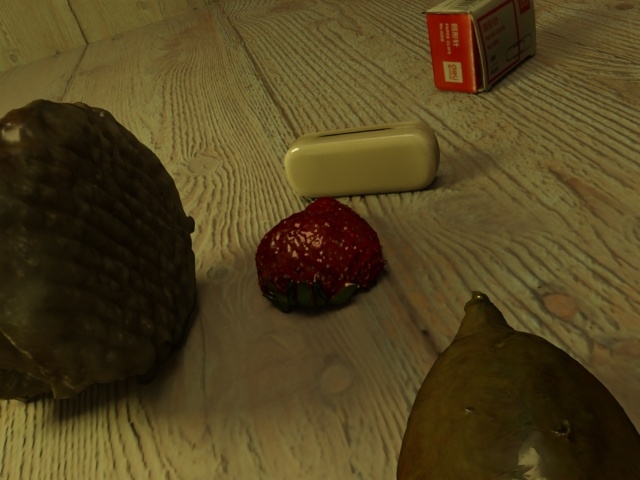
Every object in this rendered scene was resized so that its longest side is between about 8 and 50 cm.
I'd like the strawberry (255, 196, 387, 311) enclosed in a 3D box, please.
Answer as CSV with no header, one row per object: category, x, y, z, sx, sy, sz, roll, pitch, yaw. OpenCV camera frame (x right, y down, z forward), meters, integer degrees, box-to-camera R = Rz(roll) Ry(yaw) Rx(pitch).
strawberry,0.000,0.000,0.658,0.146,0.082,0.187,-2,30,10

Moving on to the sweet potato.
sweet potato,0.104,0.160,0.298,0.157,0.158,0.370,-5,27,18

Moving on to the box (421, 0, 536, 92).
box,0.263,-0.334,0.983,0.182,0.133,0.099,-36,36,-31

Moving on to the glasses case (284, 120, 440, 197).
glasses case,0.051,-0.100,0.771,0.196,0.083,0.050,-2,33,20

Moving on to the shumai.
shumai,-0.290,0.019,0.558,0.262,0.267,0.314,-13,-9,9
